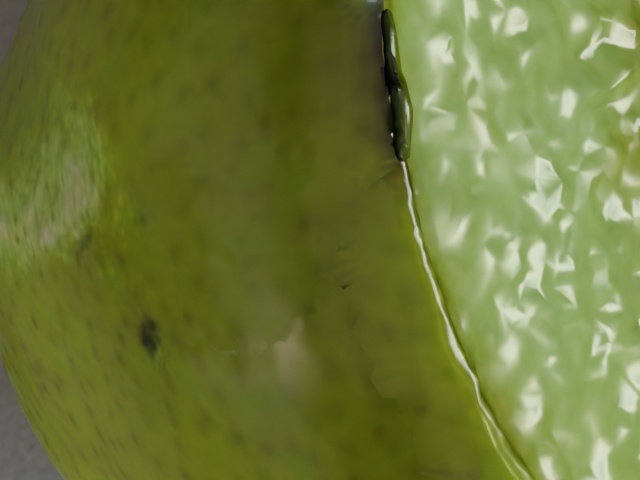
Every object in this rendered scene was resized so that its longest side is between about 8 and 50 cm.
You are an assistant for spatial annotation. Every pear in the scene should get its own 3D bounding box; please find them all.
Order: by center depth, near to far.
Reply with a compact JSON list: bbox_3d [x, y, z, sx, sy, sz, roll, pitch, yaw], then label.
[{"bbox_3d":[0.000,0.000,0.524,0.318,0.238,0.342,-8,112,49],"label":"pear"}]
